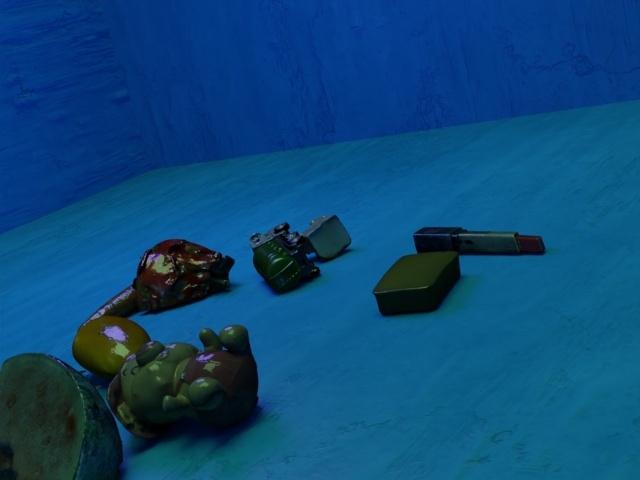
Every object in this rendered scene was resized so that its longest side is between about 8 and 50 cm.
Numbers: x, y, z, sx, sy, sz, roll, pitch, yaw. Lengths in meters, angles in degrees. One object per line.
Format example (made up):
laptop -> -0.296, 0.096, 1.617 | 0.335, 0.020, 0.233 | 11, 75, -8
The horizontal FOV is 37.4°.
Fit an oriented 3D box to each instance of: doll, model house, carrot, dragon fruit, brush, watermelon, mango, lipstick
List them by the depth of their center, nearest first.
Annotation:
watermelon -> -0.404, 0.314, 1.435 | 0.226, 0.148, 0.318 | -46, 44, -1
doll -> -0.227, 0.228, 1.513 | 0.256, 0.152, 0.196 | -11, 1, 32
brush -> 0.189, 0.079, 1.827 | 0.123, 0.059, 0.197 | -4, 18, 27
mango -> -0.397, 0.208, 1.828 | 0.141, 0.102, 0.217 | 7, 12, -31
lipstick -> 0.335, 0.001, 1.990 | 0.312, 0.051, 0.051 | 0, 19, 44
carrot -> -0.487, 0.168, 2.197 | 0.061, 0.061, 0.210 | -3, 22, 39
dragon fruit -> -0.300, 0.061, 2.250 | 0.212, 0.134, 0.262 | 0, 19, 26
model house -> 0.000, 0.000, 2.275 | 0.101, 0.087, 0.100 | -38, 13, -26

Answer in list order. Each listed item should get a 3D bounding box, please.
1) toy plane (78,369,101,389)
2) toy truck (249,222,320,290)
toy plane -> -0.516, 0.293, 1.743 | 0.226, 0.058, 0.226 | -15, 15, 15
toy truck -> -0.091, 0.042, 2.178 | 0.125, 0.101, 0.242 | -29, 19, -7
